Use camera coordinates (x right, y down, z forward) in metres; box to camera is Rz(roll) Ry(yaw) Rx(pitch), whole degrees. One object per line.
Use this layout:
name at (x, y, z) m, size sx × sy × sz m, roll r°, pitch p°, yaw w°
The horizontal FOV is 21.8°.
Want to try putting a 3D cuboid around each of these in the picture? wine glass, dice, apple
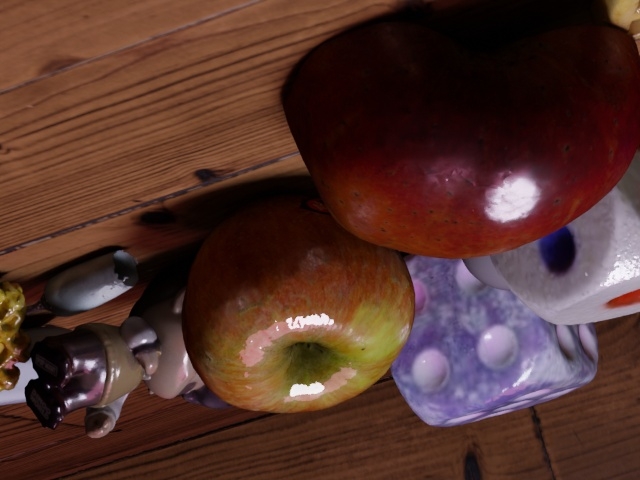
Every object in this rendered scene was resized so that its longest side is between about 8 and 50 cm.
wine glass at (-0.341, 0.076, 2.150) m, size 0.262 × 0.074 × 0.074 m, roll -23°, pitch 165°, yaw 28°
dice at (0.353, -0.048, 2.021) m, size 0.259 × 0.251 × 0.243 m, roll -5°, pitch 161°, yaw -39°
apple at (0.140, -0.118, 1.712) m, size 0.295 × 0.329 × 0.365 m, roll -54°, pitch -175°, yaw -20°
dice at (0.265, 0.134, 2.622) m, size 0.271 × 0.270 × 0.270 m, roll -22°, pitch 166°, yaw 25°
apple at (-0.037, 0.068, 2.064) m, size 0.277 × 0.250 × 0.309 m, roll -37°, pitch 141°, yaw 19°

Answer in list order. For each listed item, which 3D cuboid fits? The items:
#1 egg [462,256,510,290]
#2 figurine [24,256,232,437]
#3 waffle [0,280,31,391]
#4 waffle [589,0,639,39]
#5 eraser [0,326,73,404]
egg at (0.271, -0.002, 2.343) m, size 0.146 × 0.146 × 0.198 m, roll -9°, pitch 171°, yaw -27°
figurine at (-0.201, 0.146, 2.182) m, size 0.206 × 0.218 × 0.365 m, roll 11°, pitch -159°, yaw 29°
waffle at (-0.479, 0.138, 2.057) m, size 0.253 × 0.056 × 0.249 m, roll -14°, pitch 136°, yaw -29°
waffle at (0.385, -0.266, 1.569) m, size 0.248 × 0.055 × 0.221 m, roll -15°, pitch 167°, yaw 0°
eraser at (-0.475, 0.178, 2.287) m, size 0.290 × 0.104 × 0.189 m, roll -4°, pitch -177°, yaw -40°
